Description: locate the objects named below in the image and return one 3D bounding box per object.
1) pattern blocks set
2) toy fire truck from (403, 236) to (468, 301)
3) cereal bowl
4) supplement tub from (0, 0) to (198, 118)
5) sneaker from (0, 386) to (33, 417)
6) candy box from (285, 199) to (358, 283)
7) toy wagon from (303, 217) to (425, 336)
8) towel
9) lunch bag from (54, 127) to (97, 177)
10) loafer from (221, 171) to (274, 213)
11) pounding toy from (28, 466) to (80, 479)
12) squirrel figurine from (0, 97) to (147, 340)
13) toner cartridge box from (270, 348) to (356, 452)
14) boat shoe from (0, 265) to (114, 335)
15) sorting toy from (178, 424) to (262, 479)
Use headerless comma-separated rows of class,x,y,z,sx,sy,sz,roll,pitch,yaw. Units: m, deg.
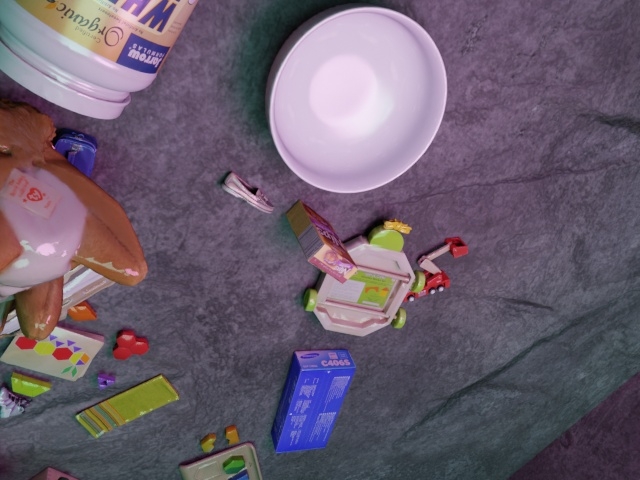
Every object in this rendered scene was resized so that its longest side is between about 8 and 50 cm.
pattern blocks set,-0.589,0.243,1.126,0.285,0.026,0.324,-42,127,10
toy fire truck,0.289,0.077,1.326,0.191,0.047,0.135,-17,127,-7
cereal bowl,0.054,-0.266,0.942,0.338,0.141,0.339,-10,125,-14
supplement tub,-0.296,-0.354,0.696,0.228,0.228,0.316,25,111,-32
sneaker,-0.703,0.370,1.168,0.069,0.038,0.098,1,132,-23
candy box,0.000,0.000,1.076,0.053,0.187,0.109,-44,127,13
toy wagon,0.121,0.088,1.239,0.267,0.068,0.345,13,117,-17
towel,-0.491,0.425,1.292,0.237,0.021,0.102,-25,129,-3
lunch bag,-0.435,-0.146,0.891,0.067,0.065,0.099,13,118,-28
loafer,-0.144,-0.098,1.048,0.125,0.045,0.039,28,104,-30
pounding toy,-0.716,0.677,1.331,0.141,0.100,0.130,-35,128,5
squirrel figurine,-0.543,-0.014,0.816,0.370,0.397,0.281,-31,169,34
toner cartridge box,-0.028,0.467,1.459,0.165,0.075,0.348,3,122,-23
boat shoe,-0.540,0.117,0.995,0.302,0.113,0.103,-32,132,-5
sorting toy,-0.304,0.689,1.530,0.228,0.041,0.308,-13,127,-12
